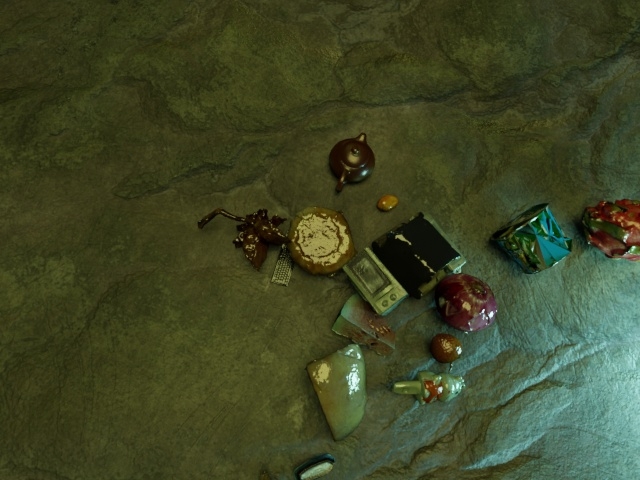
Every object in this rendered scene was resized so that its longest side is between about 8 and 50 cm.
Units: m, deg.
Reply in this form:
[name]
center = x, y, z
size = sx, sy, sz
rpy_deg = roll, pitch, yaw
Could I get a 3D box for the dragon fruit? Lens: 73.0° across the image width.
[dragon fruit]
center = 1.126, -0.046, 1.607
size = 0.302, 0.231, 0.237
rpy_deg = 18, 83, 11

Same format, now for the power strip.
[power strip]
center = 0.436, 0.007, 1.611
size = 0.078, 0.052, 0.272
rpy_deg = -33, 78, -15

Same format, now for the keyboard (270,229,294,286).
[keyboard]
center = -0.121, 0.062, 1.561
size = 0.067, 0.011, 0.202
rpy_deg = 16, 72, -1

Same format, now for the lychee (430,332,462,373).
[lychee]
center = 0.426, 0.375, 1.473
size = 0.114, 0.140, 0.101
rpy_deg = -36, 41, 4

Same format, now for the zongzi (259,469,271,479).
[zongzi]
center = 0.032, 0.875, 1.133
size = 0.499, 0.218, 0.467
rpy_deg = -9, 72, 21

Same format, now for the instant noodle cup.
[instant noodle cup]
center = 0.770, -0.001, 1.568
size = 0.240, 0.240, 0.178
rpy_deg = -36, 87, -15

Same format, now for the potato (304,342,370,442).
[potato]
center = 0.086, 0.474, 1.353
size = 0.211, 0.189, 0.264
rpy_deg = -19, 75, -11

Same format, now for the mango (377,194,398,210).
[mango]
center = 0.259, -0.144, 1.649
size = 0.089, 0.046, 0.060
rpy_deg = -12, 75, -23

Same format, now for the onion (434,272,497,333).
[onion]
center = 0.480, 0.208, 1.476
size = 0.200, 0.200, 0.207
rpy_deg = 7, 69, -3

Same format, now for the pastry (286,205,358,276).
[pastry]
center = -0.001, 0.006, 1.534
size = 0.235, 0.121, 0.257
rpy_deg = -17, 83, -7

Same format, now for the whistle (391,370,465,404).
[whistle]
center = 0.360, 0.481, 1.421
size = 0.253, 0.106, 0.102
rpy_deg = 4, 95, -10

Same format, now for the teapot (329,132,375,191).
[teapot]
center = 0.114, -0.297, 1.637
size = 0.178, 0.135, 0.252
rpy_deg = 23, 70, 6

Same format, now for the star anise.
[star anise]
center = -0.258, -0.026, 1.501
size = 0.346, 0.148, 0.237
rpy_deg = 14, 69, 6

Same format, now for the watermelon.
[watermelon]
center = 0.167, 0.300, 1.480
size = 0.241, 0.094, 0.154
rpy_deg = 40, 45, 3

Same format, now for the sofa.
[sofa]
center = 0.332, 0.057, 1.548
size = 0.200, 0.182, 0.258
rpy_deg = -32, 75, -31

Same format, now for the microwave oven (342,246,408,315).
[microwave oven]
center = 0.184, 0.144, 1.461
size = 0.129, 0.163, 0.205
rpy_deg = -39, 72, 3

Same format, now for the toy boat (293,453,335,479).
[toy boat]
center = -0.016, 0.703, 1.338
size = 0.137, 0.061, 0.060
rpy_deg = -17, 83, -19
